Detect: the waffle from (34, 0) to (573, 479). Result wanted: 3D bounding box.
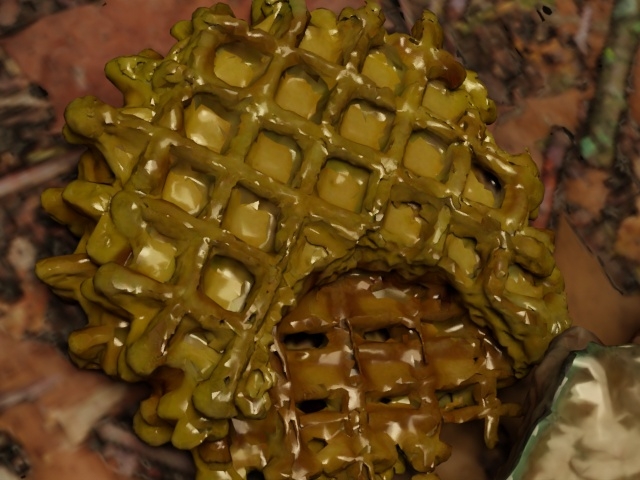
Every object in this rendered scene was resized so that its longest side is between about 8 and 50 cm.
[{"bbox_3d":[0.000,0.000,0.589,0.193,0.070,0.197,-39,85,-29],"label":"waffle"}]

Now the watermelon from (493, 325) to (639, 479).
[{"bbox_3d":[0.183,0.135,0.567,0.302,0.151,0.264,28,67,6],"label":"watermelon"}]
